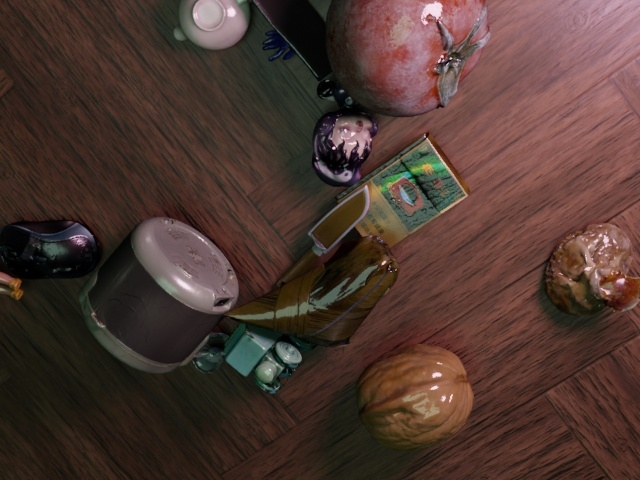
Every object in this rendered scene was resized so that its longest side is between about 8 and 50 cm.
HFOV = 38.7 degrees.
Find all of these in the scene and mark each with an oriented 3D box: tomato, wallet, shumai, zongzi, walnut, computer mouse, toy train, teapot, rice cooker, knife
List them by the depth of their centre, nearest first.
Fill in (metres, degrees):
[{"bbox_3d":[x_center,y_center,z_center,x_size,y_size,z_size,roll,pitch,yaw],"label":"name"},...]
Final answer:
[{"bbox_3d":[0.162,-0.384,1.692,0.282,0.317,0.316,39,111,25],"label":"tomato"},{"bbox_3d":[-0.050,-0.434,1.809,0.244,0.124,0.025,50,137,-8],"label":"wallet"},{"bbox_3d":[-0.206,-0.462,1.840,0.226,0.092,0.145,-21,104,10],"label":"teapot"},{"bbox_3d":[0.559,0.073,1.864,0.161,0.153,0.209,41,105,-13],"label":"shumai"},{"bbox_3d":[-0.019,0.099,1.870,0.300,0.138,0.286,11,131,-29],"label":"zongzi"},{"bbox_3d":[-0.001,-0.001,1.937,0.061,0.027,0.343,46,123,0],"label":"knife"},{"bbox_3d":[-0.342,0.121,1.939,0.288,0.288,0.277,40,110,-5],"label":"rice cooker"},{"bbox_3d":[0.198,0.338,1.961,0.261,0.225,0.225,-27,101,20],"label":"walnut"},{"bbox_3d":[-0.112,0.229,1.978,0.163,0.203,0.112,39,111,4],"label":"toy train"},{"bbox_3d":[-0.614,0.026,2.039,0.233,0.096,0.137,0,107,7],"label":"computer mouse"}]

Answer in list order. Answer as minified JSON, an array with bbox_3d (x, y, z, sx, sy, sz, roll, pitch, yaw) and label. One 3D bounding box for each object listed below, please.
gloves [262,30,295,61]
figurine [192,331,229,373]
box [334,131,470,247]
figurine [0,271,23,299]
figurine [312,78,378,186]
[{"bbox_3d":[-0.078,-0.401,1.870,0.086,0.026,0.064,-8,108,10],"label":"gloves"},{"bbox_3d":[-0.247,0.249,2.062,0.086,0.094,0.082,-38,59,45],"label":"figurine"},{"bbox_3d":[0.170,-0.097,1.904,0.240,0.071,0.159,-35,97,18],"label":"box"},{"bbox_3d":[-0.793,0.075,2.059,0.240,0.116,0.175,27,133,13],"label":"figurine"},{"bbox_3d":[0.038,-0.219,1.862,0.145,0.145,0.222,4,98,7],"label":"figurine"}]
